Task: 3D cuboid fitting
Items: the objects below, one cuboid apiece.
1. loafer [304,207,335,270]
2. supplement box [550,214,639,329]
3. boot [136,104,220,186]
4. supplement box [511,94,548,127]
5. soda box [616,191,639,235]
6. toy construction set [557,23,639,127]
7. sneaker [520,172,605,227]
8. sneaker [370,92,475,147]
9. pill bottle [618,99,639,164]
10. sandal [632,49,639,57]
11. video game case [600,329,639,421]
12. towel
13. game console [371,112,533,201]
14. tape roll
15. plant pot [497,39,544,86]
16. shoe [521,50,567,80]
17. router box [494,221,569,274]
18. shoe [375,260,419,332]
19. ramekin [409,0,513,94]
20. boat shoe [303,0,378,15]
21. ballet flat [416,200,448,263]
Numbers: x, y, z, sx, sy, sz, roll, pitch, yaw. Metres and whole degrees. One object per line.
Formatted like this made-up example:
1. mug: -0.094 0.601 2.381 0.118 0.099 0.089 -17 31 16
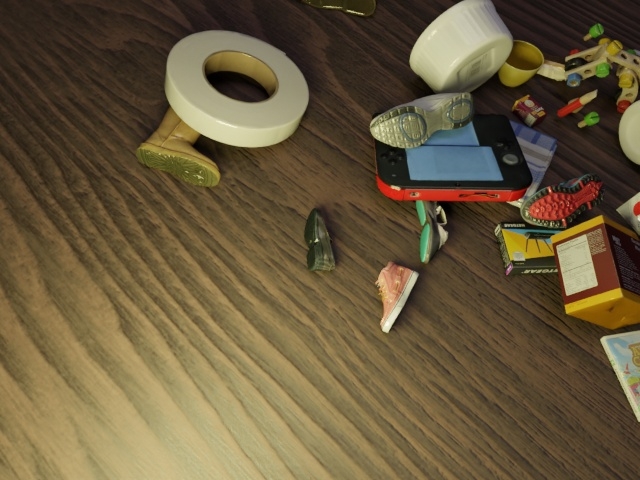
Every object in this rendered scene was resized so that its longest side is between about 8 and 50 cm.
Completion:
1. loafer: 0.000 0.000 1.336 0.061 0.062 0.170 11 59 -25
2. supplement box: 0.648 0.076 1.251 0.191 0.129 0.194 18 58 -31
3. boot: -0.322 -0.288 1.456 0.236 0.089 0.269 22 56 3
4. supplement box: 0.612 -0.378 1.625 0.055 0.043 0.083 -30 67 -23
5. soda box: 0.834 -0.069 1.351 0.286 0.098 0.091 -2 53 -45
6. toy construction set: 0.842 -0.476 1.568 0.257 0.237 0.309 46 69 -4
7. sneaker: 0.595 -0.090 1.410 0.262 0.125 0.104 -17 90 -25
8. sneaker: 0.259 -0.322 1.466 0.297 0.111 0.129 -16 26 -18
9. pill bottle: 1.035 -0.323 1.549 0.334 0.188 0.188 -11 61 -13
10. sandal: 1.042 -0.503 1.712 0.265 0.076 0.102 21 30 -17
11. video game case: 0.767 0.292 1.245 0.212 0.023 0.193 -7 60 -9
12. towel: 0.520 -0.223 1.529 0.209 0.034 0.285 28 58 14
13. game console: 0.334 -0.234 1.459 0.387 0.060 0.342 1 49 0
14. tape roll: -0.221 -0.418 1.499 0.392 0.072 0.392 11 53 -15
15. plant pot: 0.592 -0.524 1.680 0.134 0.095 0.134 2 58 -4
16. shoe: 0.723 -0.539 1.732 0.219 0.058 0.076 20 39 2
17. router box: 0.537 0.018 1.375 0.179 0.046 0.133 -1 59 -7
18. shoe: 0.157 0.126 1.267 0.081 0.063 0.178 26 55 12
19. ramekin: 0.405 -0.531 1.571 0.277 0.277 0.135 -24 71 -18
20. boat shoe: 0.041 -0.826 1.814 0.307 0.110 0.104 20 55 -5
21. ballet flat: 0.279 -0.033 1.370 0.074 0.074 0.203 4 56 -3
